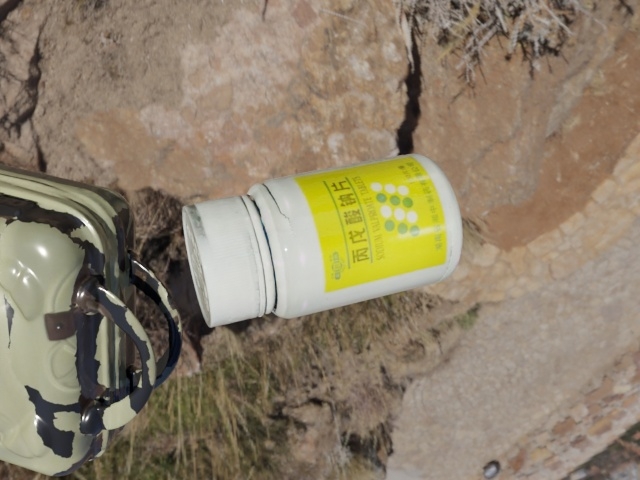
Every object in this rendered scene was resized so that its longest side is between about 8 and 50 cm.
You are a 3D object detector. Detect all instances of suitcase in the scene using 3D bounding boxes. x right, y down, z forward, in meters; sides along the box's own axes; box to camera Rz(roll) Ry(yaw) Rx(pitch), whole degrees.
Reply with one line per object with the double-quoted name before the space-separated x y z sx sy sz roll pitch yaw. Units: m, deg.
"suitcase" -0.332 0.095 0.755 0.339 0.194 0.351 13 114 14

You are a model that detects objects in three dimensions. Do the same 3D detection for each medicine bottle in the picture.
"medicine bottle" 0.000 0.000 0.658 0.258 0.143 0.143 -12 131 -15
